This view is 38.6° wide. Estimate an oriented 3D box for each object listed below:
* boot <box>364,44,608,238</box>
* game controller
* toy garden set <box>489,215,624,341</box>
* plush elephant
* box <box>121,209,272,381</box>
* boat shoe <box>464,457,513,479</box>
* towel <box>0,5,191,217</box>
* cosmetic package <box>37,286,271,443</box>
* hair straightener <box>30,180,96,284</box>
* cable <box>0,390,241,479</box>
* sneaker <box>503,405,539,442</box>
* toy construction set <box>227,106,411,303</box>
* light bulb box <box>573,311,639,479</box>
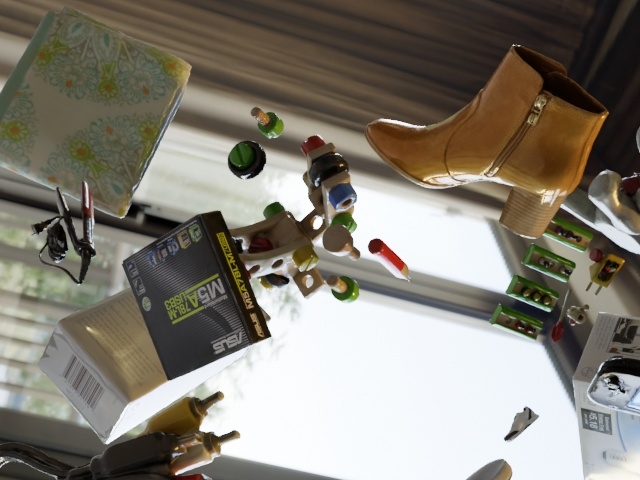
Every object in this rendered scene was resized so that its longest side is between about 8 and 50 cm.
[{"bbox_3d":[0.202,-0.154,1.152,0.104,0.295,0.211,-32,146,-46],"label":"boot"},{"bbox_3d":[0.629,0.278,1.573,0.166,0.319,0.067,91,16,-51],"label":"game controller"},{"bbox_3d":[0.476,0.095,1.794,0.244,0.203,0.049,-64,-156,10],"label":"toy garden set"},{"bbox_3d":[0.689,-0.113,1.888,0.255,0.330,0.272,-54,-176,-4],"label":"plush elephant"},{"bbox_3d":[-0.171,0.078,1.231,0.190,0.045,0.184,-26,-98,40],"label":"box"},{"bbox_3d":[0.239,0.478,1.519,0.258,0.084,0.095,-47,-175,-2],"label":"boat shoe"},{"bbox_3d":[-0.473,-0.270,1.862,0.090,0.320,0.375,126,-14,-68],"label":"towel"},{"bbox_3d":[-0.345,0.215,1.969,0.453,0.230,0.161,-27,158,-50],"label":"cosmetic package"},{"bbox_3d":[-0.365,-0.007,1.301,0.230,0.089,0.047,-114,-167,-50],"label":"hair straightener"},{"bbox_3d":[-0.218,0.249,0.933,0.072,0.287,0.140,43,33,-59],"label":"cable"},{"bbox_3d":[0.462,0.431,2.142,0.109,0.044,0.040,-36,166,-26],"label":"sneaker"},{"bbox_3d":[0.000,0.000,1.361,0.257,0.308,0.237,-59,149,-4],"label":"toy construction set"},{"bbox_3d":[0.765,0.374,1.978,0.225,0.361,0.358,-54,139,-40],"label":"light bulb box"}]
